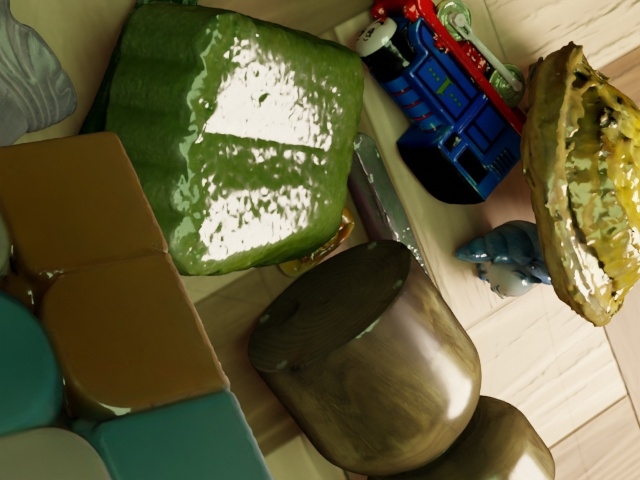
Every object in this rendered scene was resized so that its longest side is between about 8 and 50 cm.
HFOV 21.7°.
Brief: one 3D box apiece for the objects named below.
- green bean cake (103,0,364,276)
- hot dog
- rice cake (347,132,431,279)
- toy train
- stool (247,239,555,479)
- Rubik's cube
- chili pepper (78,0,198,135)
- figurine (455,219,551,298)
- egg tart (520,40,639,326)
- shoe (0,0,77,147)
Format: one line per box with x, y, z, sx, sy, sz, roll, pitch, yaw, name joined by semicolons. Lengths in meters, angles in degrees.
-0.074;-0.081;1.426;0.248;0.125;0.222;4;94;-53;green bean cake
0.000;0.000;1.561;0.090;0.034;0.030;-42;114;-20;hot dog
0.064;-0.012;1.591;0.036;0.047;0.207;-37;114;-37;rice cake
0.114;-0.143;1.584;0.131;0.083;0.204;-49;115;-14;toy train
0.076;0.153;1.537;0.179;0.179;0.264;-43;113;-19;stool
-0.275;0.170;1.170;0.344;0.347;0.346;-10;60;-31;Rubik's cube
-0.144;-0.156;1.458;0.088;0.059;0.227;37;69;-50;chili pepper
0.198;0.020;1.634;0.114;0.114;0.079;27;77;-29;figurine
0.275;-0.057;1.597;0.291;0.107;0.291;-9;90;-68;egg tart
-0.310;-0.167;1.336;0.137;0.095;0.245;-42;120;-22;shoe
